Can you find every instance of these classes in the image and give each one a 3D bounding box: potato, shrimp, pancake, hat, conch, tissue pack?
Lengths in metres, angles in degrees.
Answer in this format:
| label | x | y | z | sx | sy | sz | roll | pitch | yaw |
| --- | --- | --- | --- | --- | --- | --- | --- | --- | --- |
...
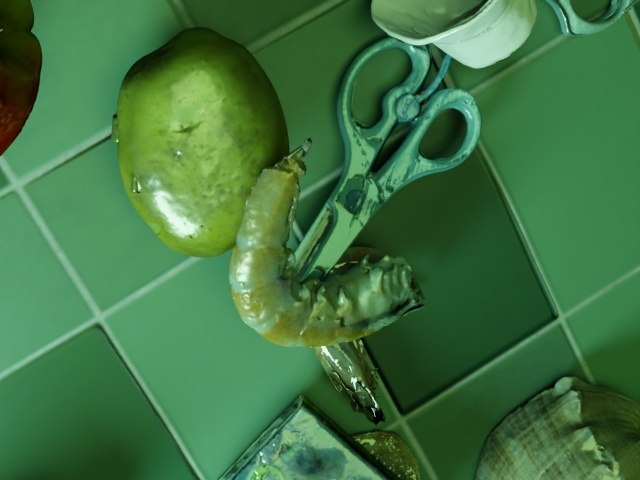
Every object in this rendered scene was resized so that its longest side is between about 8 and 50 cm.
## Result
| label | x | y | z | sx | sy | sz | roll | pitch | yaw |
| --- | --- | --- | --- | --- | --- | --- | --- | --- | --- |
| potato | -0.130 | -0.105 | 1.332 | 0.197 | 0.148 | 0.228 | -41 | 114 | -18 |
| shrimp | 0.060 | 0.110 | 1.485 | 0.152 | 0.046 | 0.219 | -23 | 98 | -7 |
| shrimp | -0.015 | 0.029 | 1.360 | 0.185 | 0.068 | 0.287 | -41 | 127 | -1 |
| pancake | 0.061 | 0.310 | 1.543 | 0.151 | 0.025 | 0.152 | -2 | 98 | -13 |
| hat | 0.167 | -0.273 | 1.385 | 0.126 | 0.203 | 0.203 | 37 | 89 | -41 |
| conch | 0.352 | 0.333 | 1.551 | 0.352 | 0.210 | 0.297 | -39 | 95 | -8 |
| tissue pack | 0.005 | 0.323 | 1.483 | 0.235 | 0.073 | 0.173 | 43 | 94 | -10 |

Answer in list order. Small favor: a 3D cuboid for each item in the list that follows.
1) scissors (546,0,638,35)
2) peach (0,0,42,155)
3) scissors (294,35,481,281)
| label | x | y | z | sx | sy | sz | roll | pitch | yaw |
| --- | --- | --- | --- | --- | --- | --- | --- | --- | --- |
| scissors | 0.437 | -0.335 | 1.519 | 0.360 | 0.029 | 0.191 | 4 | 99 | -17 |
| peach | -0.451 | -0.157 | 1.131 | 0.372 | 0.372 | 0.290 | -23 | 111 | -11 |
| scissors | 0.042 | -0.061 | 1.437 | 0.180 | 0.032 | 0.393 | 35 | 87 | -9 |
